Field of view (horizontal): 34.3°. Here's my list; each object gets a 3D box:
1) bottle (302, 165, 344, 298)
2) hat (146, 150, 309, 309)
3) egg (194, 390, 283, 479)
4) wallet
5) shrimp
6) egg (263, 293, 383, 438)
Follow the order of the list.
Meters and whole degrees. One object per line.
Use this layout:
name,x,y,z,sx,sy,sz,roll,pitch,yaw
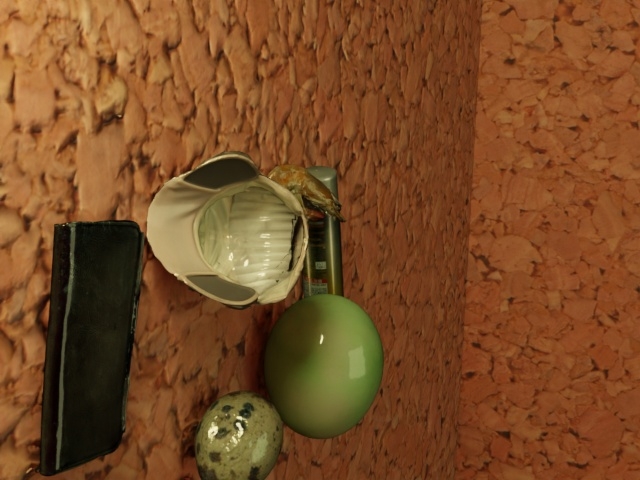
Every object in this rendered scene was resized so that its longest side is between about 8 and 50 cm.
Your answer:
bottle,0.000,0.000,2.011,0.082,0.082,0.286,-46,137,-58
hat,-0.145,-0.006,1.565,0.275,0.161,0.232,4,80,-46
egg,-0.135,0.330,1.674,0.141,0.141,0.182,67,36,-51
wallet,-0.297,0.131,1.339,0.172,0.045,0.318,-4,100,-65
shrimp,-0.027,-0.074,1.890,0.190,0.042,0.101,27,80,-33
egg,0.006,0.231,1.897,0.220,0.220,0.270,-20,113,-67
